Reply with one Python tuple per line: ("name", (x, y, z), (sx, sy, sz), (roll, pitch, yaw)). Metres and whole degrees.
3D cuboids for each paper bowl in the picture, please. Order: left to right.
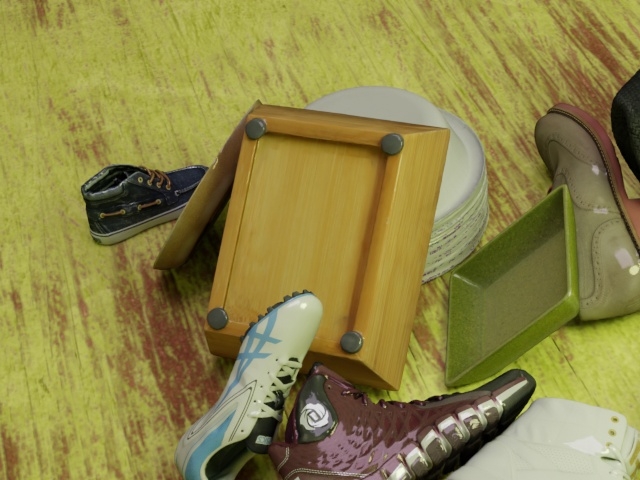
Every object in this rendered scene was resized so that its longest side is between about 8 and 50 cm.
("paper bowl", (0.057, -0.077, 1.760), (0.284, 0.148, 0.284), (-5, 41, 5))

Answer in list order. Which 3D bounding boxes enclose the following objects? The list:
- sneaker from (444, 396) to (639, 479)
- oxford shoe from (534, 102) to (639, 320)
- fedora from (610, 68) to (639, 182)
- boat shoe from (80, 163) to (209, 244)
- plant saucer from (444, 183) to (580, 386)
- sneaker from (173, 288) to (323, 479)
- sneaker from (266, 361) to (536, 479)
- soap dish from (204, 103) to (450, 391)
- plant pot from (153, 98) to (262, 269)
("sneaker", (0.277, 0.240, 1.364), (0.292, 0.108, 0.169), (26, 54, 37))
("oxford shoe", (0.293, -0.042, 1.694), (0.130, 0.123, 0.348), (-20, 36, 2))
("fedora", (0.416, -0.104, 1.613), (0.152, 0.334, 0.334), (-28, 39, 9))
("boat shoe", (-0.213, -0.067, 1.847), (0.183, 0.083, 0.065), (-29, 43, -22))
("plant saucer", (0.215, 0.057, 1.583), (0.188, 0.045, 0.188), (-42, 24, 34))
("sneaker", (-0.060, 0.158, 1.476), (0.086, 0.085, 0.237), (38, 101, 33))
("sneaker", (0.070, 0.165, 1.457), (0.281, 0.106, 0.162), (-30, 68, -23))
("soap dish", (0.000, 0.000, 1.586), (0.228, 0.118, 0.291), (10, 85, 22))
("plant pot", (-0.123, -0.059, 1.736), (0.032, 0.236, 0.236), (32, 47, -1))
